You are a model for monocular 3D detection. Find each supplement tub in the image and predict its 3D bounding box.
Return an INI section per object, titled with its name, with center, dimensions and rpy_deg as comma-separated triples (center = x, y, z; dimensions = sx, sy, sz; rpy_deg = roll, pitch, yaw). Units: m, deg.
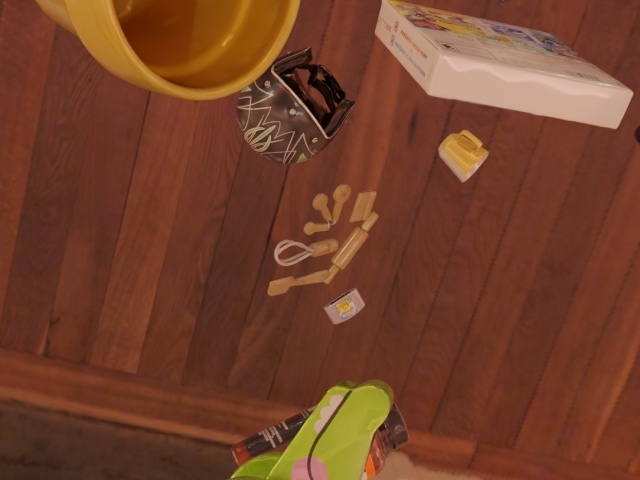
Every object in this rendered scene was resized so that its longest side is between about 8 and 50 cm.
[supplement tub]
center = 0.002, 0.248, 1.013
dimensions = 0.198, 0.106, 0.106
rpy_deg = -23, 111, -10

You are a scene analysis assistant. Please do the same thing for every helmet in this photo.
[helmet]
center = -0.046, -0.193, 1.296
dimensions = 0.161, 0.169, 0.169
rpy_deg = -47, 113, -31

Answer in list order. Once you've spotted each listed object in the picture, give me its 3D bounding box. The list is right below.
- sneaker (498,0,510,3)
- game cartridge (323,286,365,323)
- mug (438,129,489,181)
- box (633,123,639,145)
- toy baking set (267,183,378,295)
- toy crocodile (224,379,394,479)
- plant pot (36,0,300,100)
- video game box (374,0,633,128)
[sneaker]
center = 0.334, -0.529, 1.607
dimensions = 0.153, 0.282, 0.099
rpy_deg = -43, 67, 36
[game cartridge]
center = 0.054, 0.144, 1.877
dimensions = 0.083, 0.017, 0.056
rpy_deg = -33, 121, -3
[mug]
center = 0.223, -0.140, 1.352
dimensions = 0.064, 0.062, 0.078
rpy_deg = 43, 122, 12
[box]
center = 0.560, -0.037, 0.891
dimensions = 0.294, 0.395, 0.212
rpy_deg = 16, 128, -18
[toy baking set]
center = 0.004, 0.001, 1.558
dimensions = 0.256, 0.030, 0.197
rpy_deg = -56, 143, 4
[toy crocodile]
center = -0.056, 0.225, 0.498
dimensions = 0.105, 0.115, 0.340
rpy_deg = 35, 85, 9
[plant pot]
center = -0.186, -0.292, 0.924
dimensions = 0.254, 0.239, 0.253
rpy_deg = -19, 118, -40
[video game box]
center = 0.175, -0.180, 0.869
dimensions = 0.205, 0.187, 0.048
rpy_deg = 7, 120, -17
